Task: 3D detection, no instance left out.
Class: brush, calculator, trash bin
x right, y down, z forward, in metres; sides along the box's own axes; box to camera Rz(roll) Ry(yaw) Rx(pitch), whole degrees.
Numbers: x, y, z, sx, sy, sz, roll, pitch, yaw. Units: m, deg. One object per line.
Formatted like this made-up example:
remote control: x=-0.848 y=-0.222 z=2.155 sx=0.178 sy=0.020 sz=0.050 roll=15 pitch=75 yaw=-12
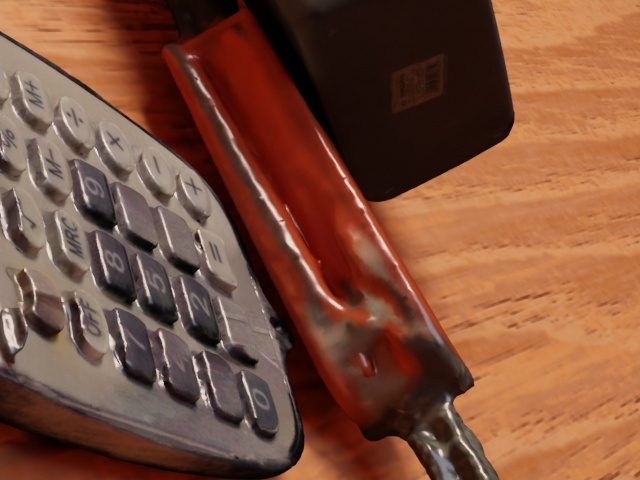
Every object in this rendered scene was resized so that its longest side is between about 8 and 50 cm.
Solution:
brush: x=-0.001 y=0.000 z=0.726 sx=0.323 sy=0.051 sz=0.070 roll=60 pitch=0 yaw=30
calculator: x=-0.097 y=-0.007 z=0.601 sx=0.268 sy=0.040 sz=0.177 roll=27 pitch=33 yaw=-42
trash bin: x=-0.004 y=-0.154 z=0.820 sx=0.236 sy=0.101 sz=0.177 roll=62 pitch=-4 yaw=30
